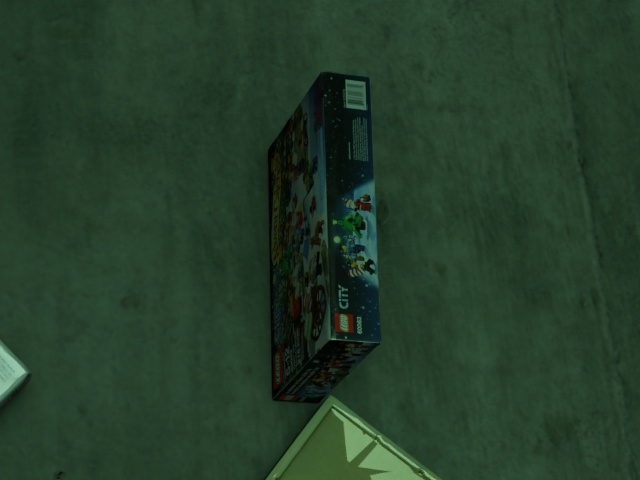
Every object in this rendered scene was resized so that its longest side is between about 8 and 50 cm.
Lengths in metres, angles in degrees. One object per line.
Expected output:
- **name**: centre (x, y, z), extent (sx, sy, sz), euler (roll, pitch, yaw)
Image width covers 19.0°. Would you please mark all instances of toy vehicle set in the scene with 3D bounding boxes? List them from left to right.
- **toy vehicle set**: centre (-0.003, 0.274, 1.526), extent (0.166, 0.035, 0.267), euler (38, 62, 1)

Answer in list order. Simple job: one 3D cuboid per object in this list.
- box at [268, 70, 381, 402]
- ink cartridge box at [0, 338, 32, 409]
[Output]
- **box**: centre (0.000, 0.000, 1.574), extent (0.044, 0.159, 0.233), euler (6, 66, -17)
- **ink cartridge box**: centre (-0.366, 0.118, 1.481), extent (0.225, 0.056, 0.181), euler (-44, 86, -9)
